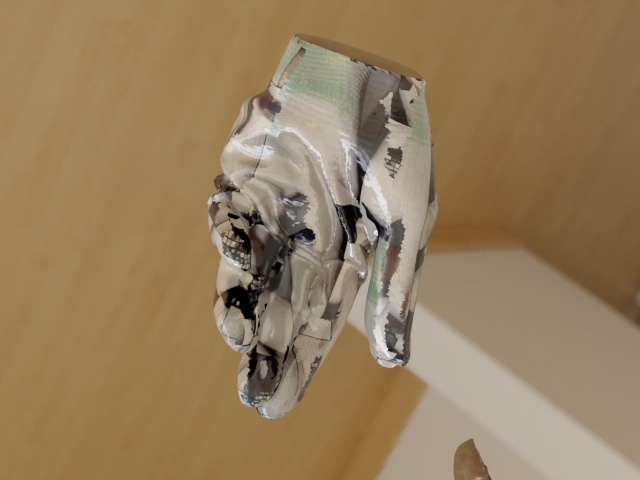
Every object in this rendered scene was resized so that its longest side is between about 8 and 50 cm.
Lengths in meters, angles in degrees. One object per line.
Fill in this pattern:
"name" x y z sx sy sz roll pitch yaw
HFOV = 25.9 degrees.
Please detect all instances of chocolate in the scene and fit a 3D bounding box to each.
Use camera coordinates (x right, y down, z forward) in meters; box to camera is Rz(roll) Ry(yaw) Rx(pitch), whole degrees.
"chocolate" 0.132 0.211 1.182 0.031 0.065 0.101 -24 -167 5

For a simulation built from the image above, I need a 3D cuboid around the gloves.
"gloves" -0.004 -0.003 0.806 0.127 0.111 0.212 13 105 -21
